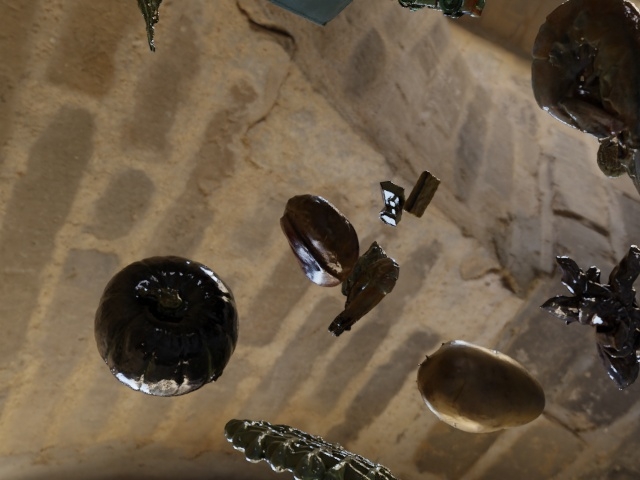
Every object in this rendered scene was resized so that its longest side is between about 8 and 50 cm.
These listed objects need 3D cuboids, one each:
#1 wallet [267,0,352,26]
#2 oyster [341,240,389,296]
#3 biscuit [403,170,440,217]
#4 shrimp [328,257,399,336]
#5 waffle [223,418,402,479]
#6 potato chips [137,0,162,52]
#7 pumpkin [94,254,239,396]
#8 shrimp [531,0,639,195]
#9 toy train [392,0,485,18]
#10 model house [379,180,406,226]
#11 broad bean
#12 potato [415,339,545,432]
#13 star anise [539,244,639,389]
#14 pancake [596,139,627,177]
[{"bbox_3d":[0.038,-0.447,0.916,0.290,0.054,0.251,-37,-17,25],"label":"wallet"},{"bbox_3d":[0.125,0.088,1.607,0.177,0.125,0.064,-51,-28,-15],"label":"oyster"},{"bbox_3d":[0.184,-0.083,1.148,0.081,0.018,0.083,14,-75,-61],"label":"biscuit"},{"bbox_3d":[0.073,0.099,1.150,0.180,0.041,0.099,-50,32,-12],"label":"shrimp"},{"bbox_3d":[-0.011,0.382,1.113,0.292,0.309,0.056,-1,67,60],"label":"waffle"},{"bbox_3d":[-0.368,-0.512,1.357,0.028,0.207,0.092,-1,-21,-42],"label":"potato chips"},{"bbox_3d":[-0.339,0.189,1.411,0.323,0.323,0.241,-55,-4,-42],"label":"pumpkin"},{"bbox_3d":[0.393,-0.196,0.889,0.062,0.164,0.316,-1,-103,-63],"label":"shrimp"},{"bbox_3d":[0.196,-0.441,1.086,0.072,0.188,0.099,-26,-49,-58],"label":"toy train"},{"bbox_3d":[0.149,-0.081,1.364,0.057,0.058,0.083,-49,-33,-23],"label":"model house"},{"bbox_3d":[0.001,-0.002,1.304,0.122,0.156,0.228,-39,-54,-27],"label":"broad bean"},{"bbox_3d":[0.277,0.255,1.114,0.128,0.235,0.161,128,136,-61],"label":"potato"},{"bbox_3d":[0.528,0.137,1.135,0.212,0.282,0.129,-35,1,-32],"label":"star anise"},{"bbox_3d":[0.622,-0.187,1.317,0.115,0.011,0.114,-27,58,54],"label":"pancake"}]
